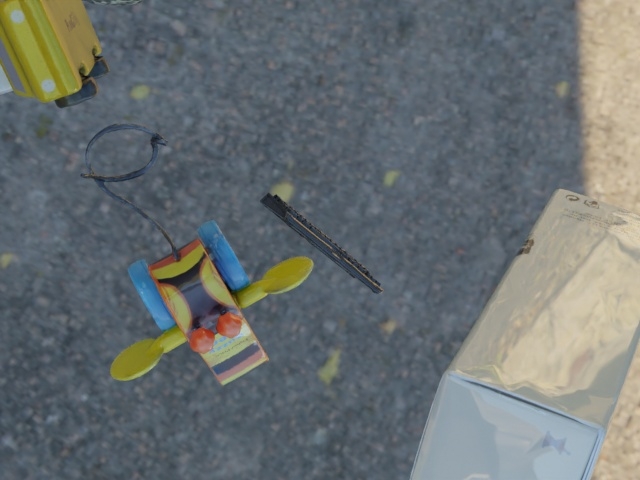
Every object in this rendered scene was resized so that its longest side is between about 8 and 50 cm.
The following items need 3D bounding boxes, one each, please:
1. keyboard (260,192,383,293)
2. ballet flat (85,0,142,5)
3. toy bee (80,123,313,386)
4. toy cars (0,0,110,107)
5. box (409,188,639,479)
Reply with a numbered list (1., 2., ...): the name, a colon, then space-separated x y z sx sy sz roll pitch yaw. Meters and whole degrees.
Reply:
1. keyboard: 0.000 0.000 1.564 0.180 0.108 0.023 40 87 -31
2. ballet flat: -0.145 -0.285 0.522 0.164 0.482 0.182 -20 151 -1
3. toy bee: -0.115 0.061 1.109 0.195 0.162 0.298 -43 138 12
4. toy cars: -0.258 -0.242 1.033 0.087 0.393 0.176 -20 149 2
5. box: 0.147 0.074 0.790 0.275 0.094 0.113 -45 152 -58
